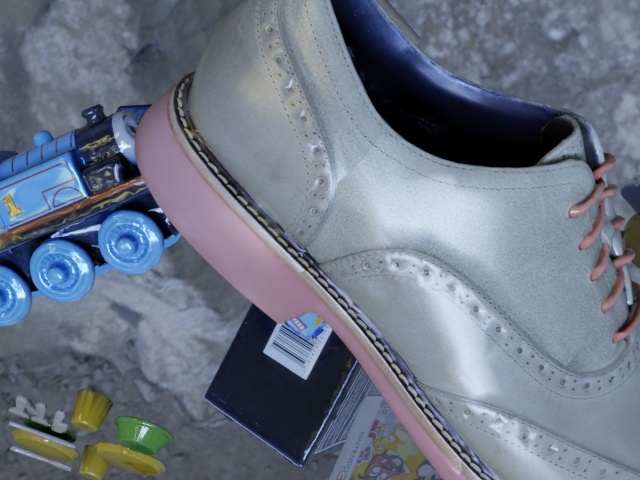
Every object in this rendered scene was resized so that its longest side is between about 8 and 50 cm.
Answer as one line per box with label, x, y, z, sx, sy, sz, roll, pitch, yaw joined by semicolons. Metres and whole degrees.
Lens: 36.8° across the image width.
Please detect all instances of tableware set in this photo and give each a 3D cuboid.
tableware set;-0.148;0.127;0.624;0.104;0.154;0.024;22;61;-8

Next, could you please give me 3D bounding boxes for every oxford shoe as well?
oxford shoe;0.100;0.027;0.458;0.397;0.146;0.140;37;32;-8

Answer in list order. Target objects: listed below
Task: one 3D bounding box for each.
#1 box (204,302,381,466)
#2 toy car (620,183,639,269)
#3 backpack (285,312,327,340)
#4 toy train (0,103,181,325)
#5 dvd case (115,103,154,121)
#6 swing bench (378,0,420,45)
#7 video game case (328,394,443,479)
box;0.025;0.135;1.384;0.183;0.296;0.294;31;8;22
toy car;0.410;-0.011;1.126;0.188;0.155;0.149;26;64;-8
backpack;0.000;0.000;1.055;0.173;0.117;0.158;-37;124;-6
toy train;-0.171;-0.017;0.621;0.080;0.184;0.105;-68;135;-70
dvd case;-0.213;-0.144;1.445;0.022;0.253;0.180;74;21;-44
swing bench;0.122;-0.508;1.577;0.253;0.165;0.255;-56;147;-7
video game case;0.106;0.253;1.027;0.026;0.227;0.206;54;46;-32
